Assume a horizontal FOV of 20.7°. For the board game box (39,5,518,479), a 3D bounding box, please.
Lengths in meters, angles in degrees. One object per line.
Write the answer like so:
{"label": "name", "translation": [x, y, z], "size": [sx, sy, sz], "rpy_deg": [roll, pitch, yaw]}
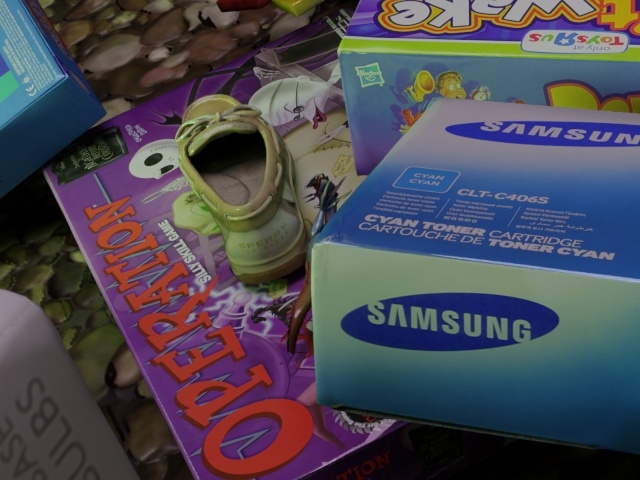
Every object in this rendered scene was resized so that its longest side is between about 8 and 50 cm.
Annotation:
{"label": "board game box", "translation": [-0.007, 0.004, 0.891], "size": [0.208, 0.056, 0.347], "rpy_deg": [-30, 37, -5]}

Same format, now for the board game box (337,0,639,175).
{"label": "board game box", "translation": [0.207, -0.123, 0.871], "size": [0.347, 0.078, 0.233], "rpy_deg": [3, 41, 16]}

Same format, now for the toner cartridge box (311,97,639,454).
{"label": "toner cartridge box", "translation": [0.186, 0.019, 0.667], "size": [0.348, 0.075, 0.165], "rpy_deg": [7, 25, 19]}

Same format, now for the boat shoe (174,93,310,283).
{"label": "boat shoe", "translation": [-0.043, -0.038, 0.884], "size": [0.056, 0.048, 0.153], "rpy_deg": [-20, 36, 1]}

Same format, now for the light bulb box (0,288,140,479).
{"label": "light bulb box", "translation": [-0.170, 0.248, 0.392], "size": [0.225, 0.358, 0.361], "rpy_deg": [4, 44, 33]}

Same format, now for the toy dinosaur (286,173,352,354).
{"label": "toy dinosaur", "translation": [0.000, 0.000, 0.824], "size": [0.090, 0.047, 0.082], "rpy_deg": [-38, 20, -5]}

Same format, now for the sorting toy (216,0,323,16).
{"label": "sorting toy", "translation": [0.059, -0.199, 1.095], "size": [0.274, 0.046, 0.132], "rpy_deg": [-43, 26, -29]}

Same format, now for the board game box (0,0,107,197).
{"label": "board game box", "translation": [-0.245, -0.068, 1.021], "size": [0.210, 0.047, 0.160], "rpy_deg": [-37, 54, 5]}
